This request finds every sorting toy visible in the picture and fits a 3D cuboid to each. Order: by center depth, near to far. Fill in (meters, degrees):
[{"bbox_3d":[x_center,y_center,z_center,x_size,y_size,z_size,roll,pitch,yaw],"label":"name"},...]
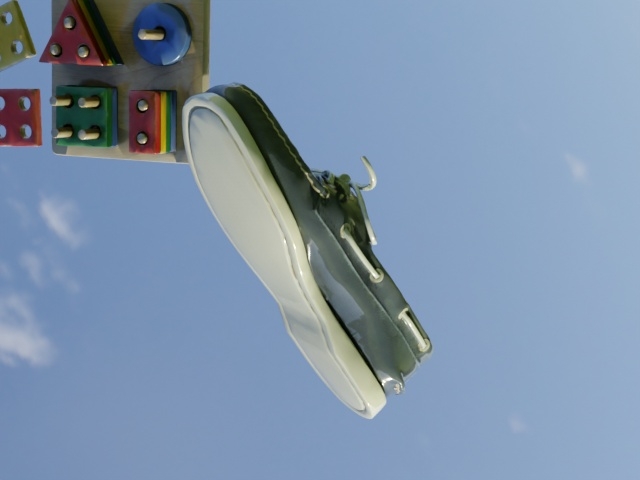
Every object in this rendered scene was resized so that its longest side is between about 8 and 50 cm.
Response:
[{"bbox_3d":[-0.160,-0.126,1.039,0.046,0.274,0.132,-18,-69,-65],"label":"sorting toy"}]

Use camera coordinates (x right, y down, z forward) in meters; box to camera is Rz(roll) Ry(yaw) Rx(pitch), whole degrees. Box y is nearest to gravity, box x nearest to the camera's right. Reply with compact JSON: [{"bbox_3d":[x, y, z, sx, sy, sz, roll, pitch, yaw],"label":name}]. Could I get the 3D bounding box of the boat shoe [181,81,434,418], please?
[{"bbox_3d":[0.000,0.000,0.872,0.079,0.095,0.254,-39,-64,-19],"label":"boat shoe"}]
